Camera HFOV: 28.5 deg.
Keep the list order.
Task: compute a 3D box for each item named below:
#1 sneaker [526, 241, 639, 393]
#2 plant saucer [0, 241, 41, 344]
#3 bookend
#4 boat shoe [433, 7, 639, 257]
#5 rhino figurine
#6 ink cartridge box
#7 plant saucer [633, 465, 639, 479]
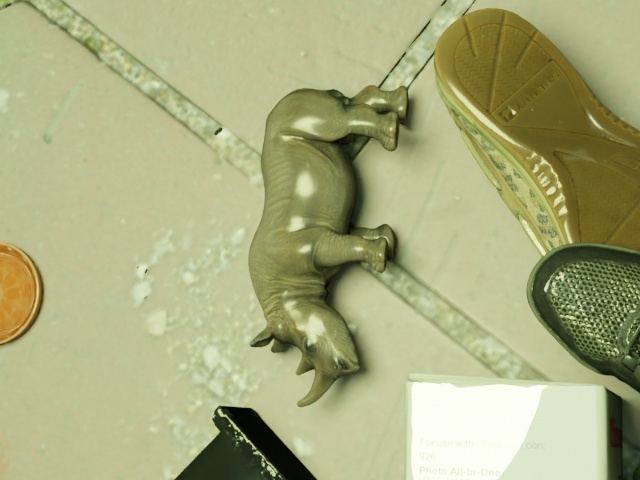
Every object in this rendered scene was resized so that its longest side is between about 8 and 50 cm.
[{"bbox_3d":[0.230,0.072,0.755,0.227,0.130,0.087,37,90,7],"label":"sneaker"},{"bbox_3d":[-0.262,0.043,1.016,0.083,0.013,0.084,-2,82,14],"label":"plant saucer"},{"bbox_3d":[-0.062,0.229,0.903,0.157,0.072,0.156,-47,72,5],"label":"bookend"},{"bbox_3d":[0.184,-0.037,0.881,0.104,0.089,0.285,-33,77,-8],"label":"boat shoe"},{"bbox_3d":[0.000,0.000,0.923,0.106,0.073,0.243,5,84,12],"label":"rhino figurine"},{"bbox_3d":[0.125,0.232,0.780,0.121,0.211,0.289,-1,81,15],"label":"ink cartridge box"},{"bbox_3d":[0.331,0.188,0.819,0.188,0.045,0.188,-32,75,8],"label":"plant saucer"}]
